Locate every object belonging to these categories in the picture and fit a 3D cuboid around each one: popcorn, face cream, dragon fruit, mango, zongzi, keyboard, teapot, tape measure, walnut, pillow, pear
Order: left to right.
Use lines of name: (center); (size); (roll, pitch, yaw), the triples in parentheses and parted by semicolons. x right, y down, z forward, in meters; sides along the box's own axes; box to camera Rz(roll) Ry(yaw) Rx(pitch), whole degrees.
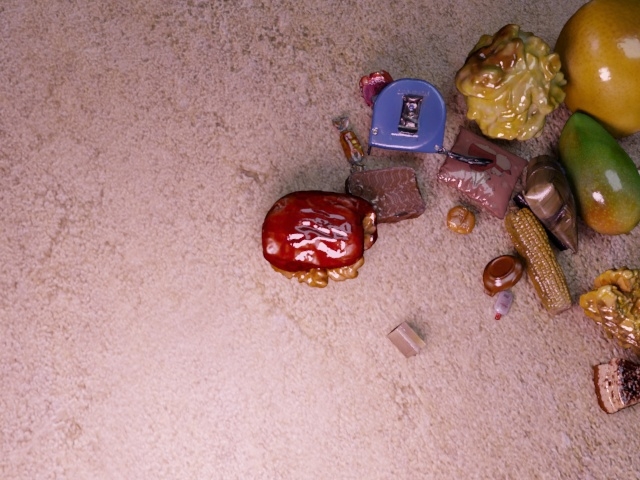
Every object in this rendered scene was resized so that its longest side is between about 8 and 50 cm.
walnut: (0.000, 0.000, 1.613); (0.269, 0.222, 0.244); (2, 95, 15)
dragon fruit: (0.172, -0.436, 1.888); (0.126, 0.112, 0.068); (13, 46, -4)
tape measure: (0.306, -0.320, 1.796); (0.351, 0.098, 0.215); (7, 98, 6)
pillow: (0.458, -0.200, 1.878); (0.236, 0.084, 0.223); (33, 63, 1)
face cream: (0.487, 0.176, 1.777); (0.040, 0.021, 0.083); (31, 65, -1)
teapot: (0.490, 0.097, 1.786); (0.129, 0.078, 0.098); (-45, 44, -15)
popcorn: (0.549, -0.438, 1.887); (0.312, 0.312, 0.312); (5, 69, -12)
keyboard: (0.623, -0.050, 1.878); (0.013, 0.061, 0.204); (-41, 83, -4)
zongzi: (0.662, -0.109, 1.850); (0.242, 0.112, 0.221); (48, 37, -20)
mango: (0.787, -0.192, 1.887); (0.225, 0.201, 0.382); (5, 63, -49)
pear: (0.874, -0.512, 1.959); (0.362, 0.362, 0.418); (-26, 104, -22)

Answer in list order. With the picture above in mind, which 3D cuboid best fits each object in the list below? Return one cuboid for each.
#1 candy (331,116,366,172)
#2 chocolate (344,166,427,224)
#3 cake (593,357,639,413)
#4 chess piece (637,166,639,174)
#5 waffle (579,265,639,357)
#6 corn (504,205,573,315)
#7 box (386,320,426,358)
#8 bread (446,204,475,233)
candy: (0.083, -0.266, 1.830); (0.053, 0.046, 0.182); (-19, 77, -18)
chocolate: (0.164, -0.111, 1.766); (0.214, 0.093, 0.148); (-8, 71, -18)
cake: (0.846, 0.402, 1.736); (0.246, 0.112, 0.135); (16, 69, -11)
chess piece: (1.041, -0.197, 2.020); (0.301, 0.137, 0.137); (-23, 77, -8)
waffle: (0.851, 0.205, 1.724); (0.324, 0.261, 0.151); (40, 84, 16)
corn: (0.597, 0.049, 1.818); (0.097, 0.097, 0.320); (-16, 77, -19)
box: (0.214, 0.249, 1.648); (0.035, 0.079, 0.083); (-40, 84, -25)
bread: (0.387, -0.055, 1.827); (0.081, 0.046, 0.083); (-31, 81, -20)
